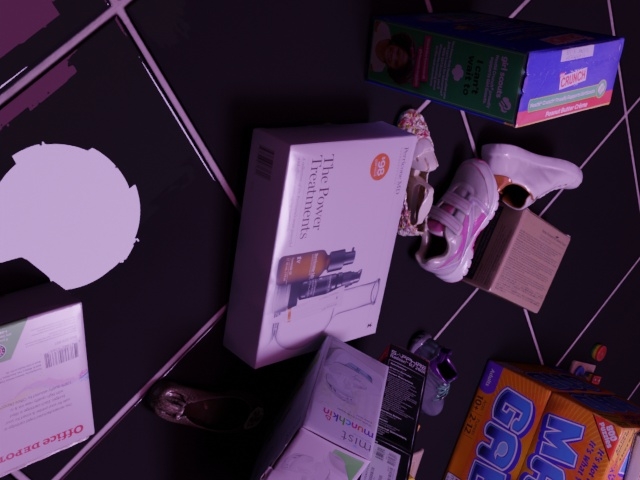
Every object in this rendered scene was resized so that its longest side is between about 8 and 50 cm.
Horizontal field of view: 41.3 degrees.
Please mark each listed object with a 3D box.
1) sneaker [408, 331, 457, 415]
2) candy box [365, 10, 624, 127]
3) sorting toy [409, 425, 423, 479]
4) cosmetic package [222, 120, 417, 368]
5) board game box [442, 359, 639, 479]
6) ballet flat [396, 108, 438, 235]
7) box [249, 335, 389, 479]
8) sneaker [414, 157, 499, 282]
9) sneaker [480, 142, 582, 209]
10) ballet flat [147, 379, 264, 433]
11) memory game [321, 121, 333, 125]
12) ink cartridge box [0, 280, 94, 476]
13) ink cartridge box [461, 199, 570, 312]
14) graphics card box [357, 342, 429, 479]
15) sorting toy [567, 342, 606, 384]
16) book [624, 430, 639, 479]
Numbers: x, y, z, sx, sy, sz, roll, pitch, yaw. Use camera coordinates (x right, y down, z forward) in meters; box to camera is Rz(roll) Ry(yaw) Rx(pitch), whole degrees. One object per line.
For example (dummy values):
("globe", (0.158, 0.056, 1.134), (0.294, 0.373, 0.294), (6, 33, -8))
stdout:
("sneaker", (0.245, 0.302, 1.789), (0.083, 0.098, 0.224), (-36, 130, -28))
("candy box", (0.280, -0.293, 1.388), (0.268, 0.317, 0.122), (-16, 119, -39))
("sorting toy", (0.138, 0.538, 1.788), (0.196, 0.047, 0.348), (-11, 125, -38))
("cosmetic package", (0.000, 0.000, 1.397), (0.284, 0.097, 0.377), (-12, 121, -44))
("board game box", (0.569, 0.525, 2.023), (0.356, 0.356, 0.356), (13, 99, -47))
("ballet flat", (0.177, -0.117, 1.546), (0.091, 0.077, 0.241), (-18, 119, -38))
("box", (-0.015, 0.331, 1.385), (0.262, 0.127, 0.231), (-59, -174, 30))
("sneaker", (0.260, -0.040, 1.644), (0.111, 0.103, 0.252), (7, 102, -48))
("sneaker", (0.435, -0.117, 1.768), (0.290, 0.106, 0.123), (8, 84, -36))
("ballet flat", (-0.175, 0.279, 1.393), (0.250, 0.058, 0.084), (27, 89, -47))
("memory game", (-0.005, -0.106, 1.418), (0.186, 0.012, 0.186), (-21, 123, -37))
("ink cartridge box", (-0.391, 0.180, 1.109), (0.154, 0.093, 0.212), (-19, 119, -37))
("ink cartridge box", (0.430, 0.038, 1.858), (0.234, 0.088, 0.193), (24, 89, -47))
("graphics card box", (0.076, 0.382, 1.465), (0.233, 0.094, 0.371), (-58, -172, 39))
("sorting toy", (0.714, 0.413, 2.343), (0.132, 0.046, 0.274), (18, 96, -47))
("book", (0.705, 0.476, 1.848), (0.096, 0.035, 0.144), (-13, 117, -44))
